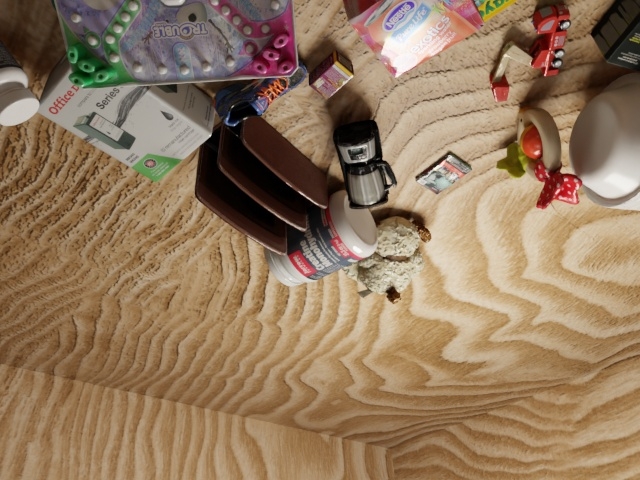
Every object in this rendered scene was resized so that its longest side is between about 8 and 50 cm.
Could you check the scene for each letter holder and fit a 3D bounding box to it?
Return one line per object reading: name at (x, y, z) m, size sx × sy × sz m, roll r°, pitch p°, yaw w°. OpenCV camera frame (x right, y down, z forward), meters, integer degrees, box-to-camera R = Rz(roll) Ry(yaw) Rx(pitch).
letter holder at (-0.130, -0.125, 1.267) m, size 0.152 × 0.214 × 0.302 m, roll -27°, pitch 136°, yaw 28°

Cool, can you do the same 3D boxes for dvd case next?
dvd case at (0.319, -0.172, 1.396) m, size 0.087 × 0.013 × 0.119 m, roll 25°, pitch 134°, yaw -31°

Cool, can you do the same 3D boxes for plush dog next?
plush dog at (0.200, 0.037, 1.544) m, size 0.263 × 0.210 × 0.225 m, roll 1°, pitch 116°, yaw -7°

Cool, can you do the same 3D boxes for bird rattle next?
bird rattle at (0.487, -0.191, 1.210) m, size 0.143 × 0.253 × 0.206 m, roll -10°, pitch 118°, yaw 9°

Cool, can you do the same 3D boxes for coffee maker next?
coffee maker at (0.091, -0.187, 1.271) m, size 0.120 × 0.171 × 0.178 m, roll -21°, pitch 122°, yaw -11°

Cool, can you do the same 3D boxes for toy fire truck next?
toy fire truck at (0.424, -0.381, 1.101) m, size 0.136 × 0.047 × 0.192 m, roll -6°, pitch 142°, yaw 7°

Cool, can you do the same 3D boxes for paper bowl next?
paper bowl at (0.646, -0.209, 1.144) m, size 0.148 × 0.284 × 0.284 m, roll 4°, pitch 142°, yaw -7°

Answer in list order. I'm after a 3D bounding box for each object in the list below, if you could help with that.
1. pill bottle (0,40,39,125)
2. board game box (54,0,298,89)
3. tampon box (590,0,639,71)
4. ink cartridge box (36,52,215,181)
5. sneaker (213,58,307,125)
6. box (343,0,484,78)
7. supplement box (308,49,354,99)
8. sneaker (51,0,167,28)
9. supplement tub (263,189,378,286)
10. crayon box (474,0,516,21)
pill bottle at (-0.624, -0.313, 1.016) m, size 0.108 × 0.108 × 0.180 m, roll -38°, pitch 90°, yaw 37°
board game box at (-0.244, -0.444, 0.838) m, size 0.391 × 0.050 × 0.389 m, roll -3°, pitch 114°, yaw 1°
tampon box at (0.628, -0.419, 1.018) m, size 0.121 × 0.101 × 0.161 m, roll 10°, pitch 141°, yaw -15°
ink cartridge box at (-0.401, -0.281, 1.126) m, size 0.211 × 0.121 × 0.289 m, roll -31°, pitch 133°, yaw 31°
sneaker at (-0.122, -0.305, 1.129) m, size 0.221 × 0.087 × 0.083 m, roll -28°, pitch 139°, yaw 15°
box at (0.117, -0.422, 0.814) m, size 0.154 × 0.299 × 0.142 m, roll -24°, pitch 146°, yaw 27°
supplement box at (0.022, -0.347, 1.128) m, size 0.055 × 0.043 × 0.083 m, roll 30°, pitch 131°, yaw -35°
sneaker at (-0.306, -0.403, 0.932) m, size 0.303 × 0.121 × 0.108 m, roll -5°, pitch 135°, yaw -16°
supplement tub at (0.000, 0.000, 1.457) m, size 0.272 × 0.191 × 0.191 m, roll -28°, pitch 136°, yaw 29°
crayon box at (0.261, -0.473, 0.945) m, size 0.279 × 0.081 × 0.165 m, roll -28°, pitch 135°, yaw 29°
